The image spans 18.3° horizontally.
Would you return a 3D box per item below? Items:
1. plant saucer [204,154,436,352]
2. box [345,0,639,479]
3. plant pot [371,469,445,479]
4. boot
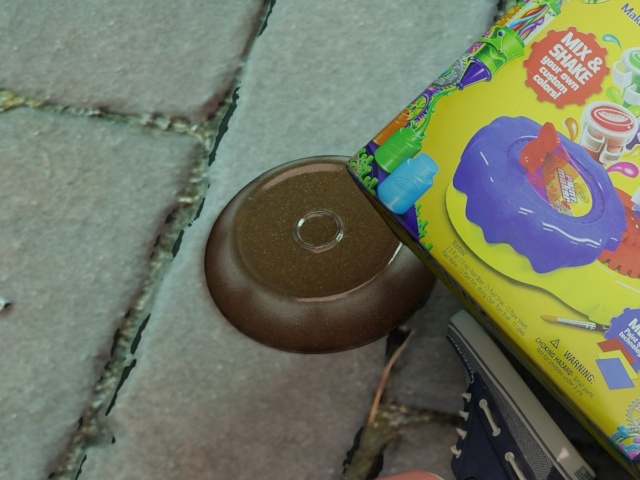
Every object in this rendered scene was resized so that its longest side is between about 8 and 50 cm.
[{"bbox_3d":[0.000,0.000,1.623,0.198,0.036,0.198,-5,54,6],"label":"plant saucer"},{"bbox_3d":[0.227,-0.027,1.400,0.279,0.177,0.290,-44,69,-1],"label":"box"},{"bbox_3d":[-0.001,0.283,1.293,0.243,0.275,0.275,-23,54,-18],"label":"plant pot"},{"bbox_3d":[0.123,0.135,1.489,0.086,0.069,0.190,-38,44,4],"label":"boot"}]
